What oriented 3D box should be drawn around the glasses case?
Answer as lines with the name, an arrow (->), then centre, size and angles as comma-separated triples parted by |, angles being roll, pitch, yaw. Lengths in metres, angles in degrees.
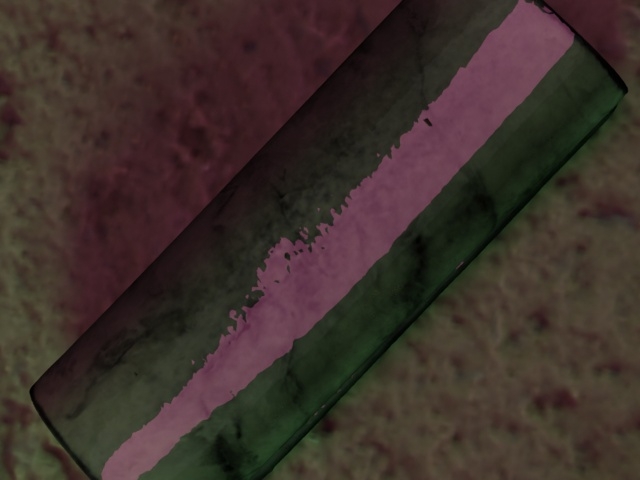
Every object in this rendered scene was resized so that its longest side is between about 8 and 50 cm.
glasses case -> 0.000, 0.000, 0.852 | 0.299, 0.060, 0.114 | -45, 71, 4
